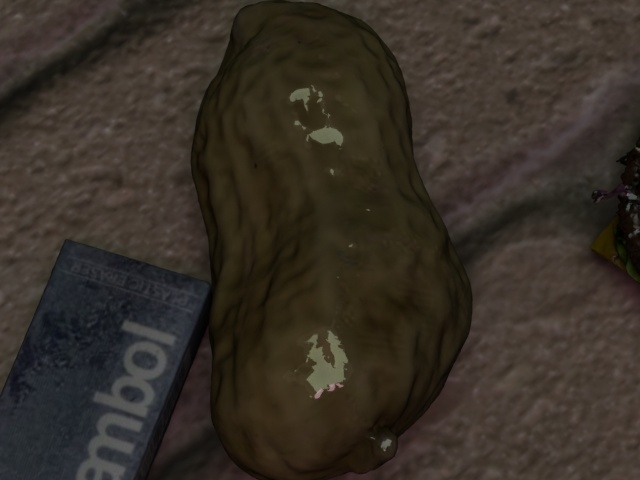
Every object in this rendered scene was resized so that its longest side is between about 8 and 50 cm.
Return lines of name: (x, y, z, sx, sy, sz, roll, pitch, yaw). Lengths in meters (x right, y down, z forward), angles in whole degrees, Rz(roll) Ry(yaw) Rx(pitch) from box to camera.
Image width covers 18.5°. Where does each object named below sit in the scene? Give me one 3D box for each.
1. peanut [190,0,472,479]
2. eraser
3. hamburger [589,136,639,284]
peanut: (0.005, 0.007, 1.094, 0.143, 0.159, 0.291, -22, 54, 24)
eraser: (-0.134, 0.106, 1.087, 0.092, 0.046, 0.212, 16, 63, 5)
hamburger: (0.256, -0.012, 1.125, 0.189, 0.093, 0.164, 30, 70, 9)
